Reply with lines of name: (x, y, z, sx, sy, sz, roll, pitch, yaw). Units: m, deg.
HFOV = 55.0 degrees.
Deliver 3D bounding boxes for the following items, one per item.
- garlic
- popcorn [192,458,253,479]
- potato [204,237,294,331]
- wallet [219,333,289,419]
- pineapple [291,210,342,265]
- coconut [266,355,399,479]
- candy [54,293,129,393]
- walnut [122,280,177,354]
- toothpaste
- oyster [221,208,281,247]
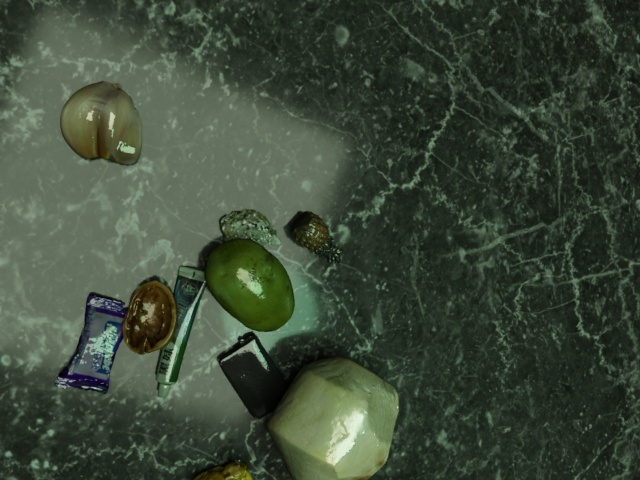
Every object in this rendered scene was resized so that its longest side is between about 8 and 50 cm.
garlic: (-0.605, -0.331, 1.699, 0.217, 0.110, 0.227, 3, 93, -13)
popcorn: (-0.292, 0.754, 1.838, 0.194, 0.140, 0.163, -25, 91, -24)
potato: (-0.202, 0.132, 1.790, 0.216, 0.216, 0.304, -37, 102, -11)
wallet: (-0.202, 0.420, 1.891, 0.149, 0.044, 0.250, -33, 102, -8)
pineapple: (0.000, 0.000, 1.906, 0.108, 0.108, 0.198, -50, 117, -9)
coconut: (0.041, 0.559, 1.810, 0.416, 0.345, 0.415, -8, 104, -35)
candy: (-0.634, 0.298, 1.741, 0.145, 0.070, 0.275, 22, 77, -24)
walnut: (-0.470, 0.225, 1.759, 0.167, 0.087, 0.211, 6, 77, 21)
toothpaste: (-0.418, 0.272, 1.807, 0.099, 0.061, 0.391, 14, 88, 9)
oyster: (-0.210, -0.033, 1.855, 0.177, 0.064, 0.124, -4, 98, -14)
